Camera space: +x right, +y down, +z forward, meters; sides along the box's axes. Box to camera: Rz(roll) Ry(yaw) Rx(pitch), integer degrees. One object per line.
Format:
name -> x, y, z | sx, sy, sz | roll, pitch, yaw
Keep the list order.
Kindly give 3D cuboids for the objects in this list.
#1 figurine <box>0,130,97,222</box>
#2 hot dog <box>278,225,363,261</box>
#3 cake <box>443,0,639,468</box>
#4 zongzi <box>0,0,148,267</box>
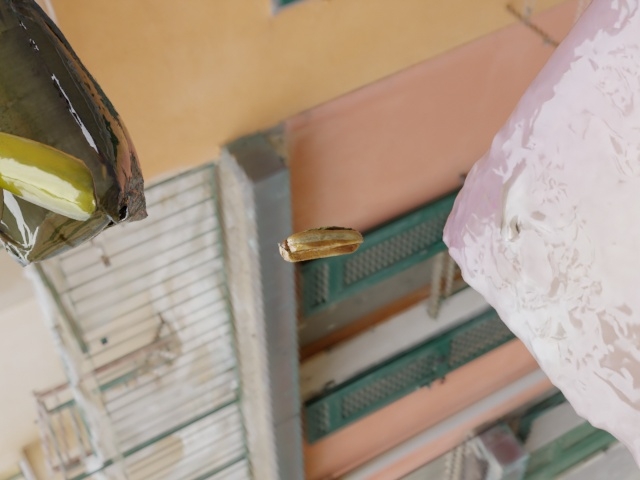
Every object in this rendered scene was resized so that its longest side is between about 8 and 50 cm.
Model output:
figurine -> -0.322, -0.019, 0.773 | 0.326, 0.218, 0.169 | -14, 104, 57
hot dog -> 0.000, 0.000, 1.498 | 0.056, 0.133, 0.041 | -51, 53, 49
cake -> 0.260, -0.022, 0.645 | 0.237, 0.308, 0.230 | 52, 132, 28
zongzi -> -0.293, -0.143, 1.175 | 0.323, 0.159, 0.360 | 64, -173, -1
